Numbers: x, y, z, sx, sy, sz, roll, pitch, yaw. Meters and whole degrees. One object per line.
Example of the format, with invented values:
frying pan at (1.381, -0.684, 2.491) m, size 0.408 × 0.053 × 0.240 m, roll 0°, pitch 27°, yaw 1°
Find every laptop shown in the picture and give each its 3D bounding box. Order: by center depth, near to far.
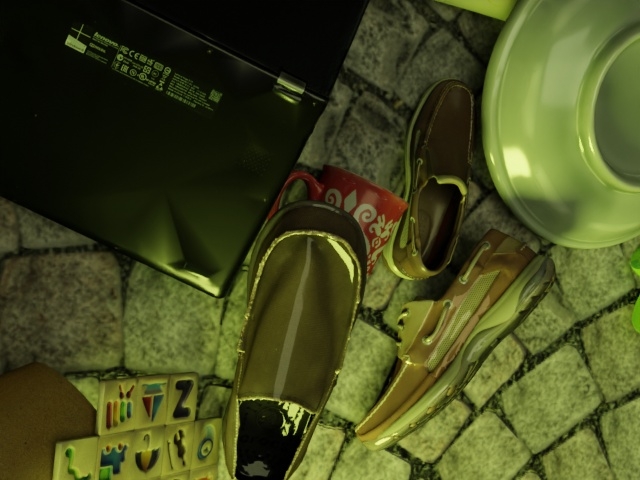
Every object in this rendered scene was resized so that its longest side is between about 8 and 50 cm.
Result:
laptop at (-0.179, -0.222, 1.313) m, size 0.382 × 0.236 × 0.408 m, roll 26°, pitch 111°, yaw -7°

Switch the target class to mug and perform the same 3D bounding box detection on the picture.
mug at (0.003, 0.002, 1.412) m, size 0.150 × 0.113 × 0.169 m, roll 25°, pitch 88°, yaw 6°

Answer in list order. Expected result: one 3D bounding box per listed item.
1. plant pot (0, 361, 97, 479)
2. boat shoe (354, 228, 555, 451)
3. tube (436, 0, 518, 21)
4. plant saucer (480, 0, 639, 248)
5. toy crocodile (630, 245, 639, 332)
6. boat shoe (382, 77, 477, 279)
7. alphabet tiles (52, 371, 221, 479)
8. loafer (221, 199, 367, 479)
plant pot at (-0.350, 0.251, 1.223) m, size 0.254 × 0.237 × 0.237 m, roll -47°, pitch 109°, yaw -28°
boat shoe at (0.150, 0.122, 1.477) m, size 0.116 × 0.123 × 0.324 m, roll 42°, pitch 85°, yaw 15°
tube at (0.224, -0.315, 1.501) m, size 0.240 × 0.062 × 0.070 m, roll 17°, pitch 48°, yaw -20°
plant saucer at (0.394, -0.175, 1.515) m, size 0.400 × 0.100 × 0.400 m, roll -7°, pitch 106°, yaw -26°
toy crocodile at (0.535, 0.004, 1.621) m, size 0.115 × 0.105 × 0.340 m, roll 46°, pitch 76°, yaw -18°
boat shoe at (0.153, -0.075, 1.464) m, size 0.095 × 0.095 × 0.257 m, roll 12°, pitch 88°, yaw -23°
alphabet tiles at (-0.200, 0.317, 1.295) m, size 0.285 × 0.011 × 0.343 m, roll 4°, pitch 92°, yaw -61°
loafer at (-0.027, 0.133, 1.309) m, size 0.133 × 0.130 × 0.366 m, roll 8°, pitch 115°, yaw -5°
